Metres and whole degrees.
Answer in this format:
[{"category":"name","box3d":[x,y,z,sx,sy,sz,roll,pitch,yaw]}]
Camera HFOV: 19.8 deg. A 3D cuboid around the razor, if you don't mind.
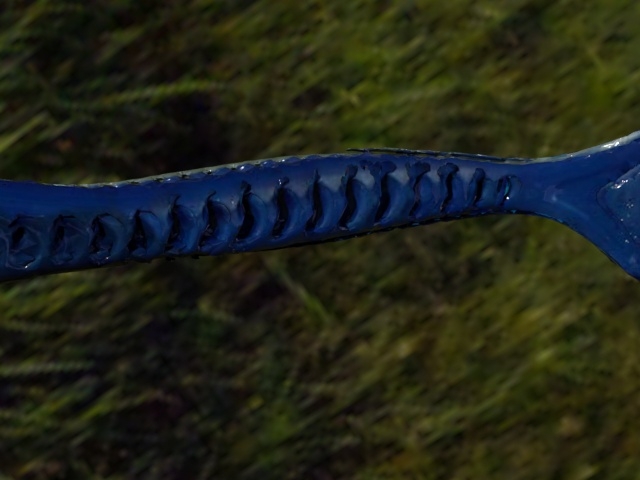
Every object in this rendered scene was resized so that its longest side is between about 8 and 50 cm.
[{"category":"razor","box3d":[-0.004,-0.005,0.526,0.324,0.093,0.056,-1,26,-20]}]
